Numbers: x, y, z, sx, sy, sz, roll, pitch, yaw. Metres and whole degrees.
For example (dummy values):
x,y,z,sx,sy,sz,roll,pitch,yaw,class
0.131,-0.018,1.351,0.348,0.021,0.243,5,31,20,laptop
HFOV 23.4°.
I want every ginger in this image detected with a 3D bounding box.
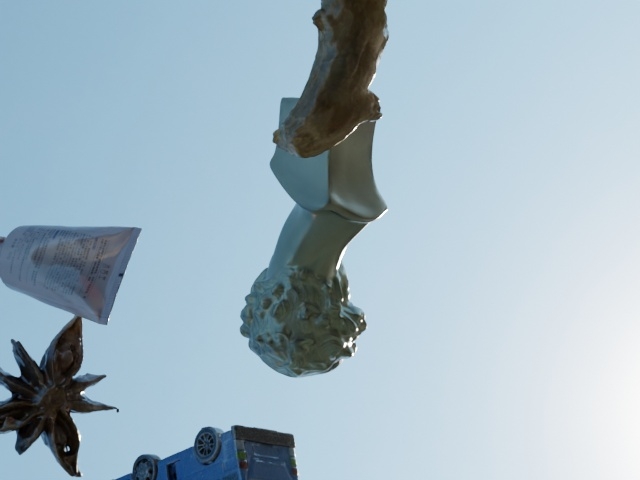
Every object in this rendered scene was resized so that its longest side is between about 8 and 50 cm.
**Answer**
x,y,z,sx,sy,sz,roll,pitch,yaw,class
0.011,-0.214,1.325,0.131,0.086,0.294,7,-81,-23,ginger

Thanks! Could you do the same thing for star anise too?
x,y,z,sx,sy,sz,roll,pitch,yaw,class
-0.219,0.117,1.251,0.124,0.056,0.129,24,-98,-24,star anise

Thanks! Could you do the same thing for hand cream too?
x,y,z,sx,sy,sz,roll,pitch,yaw,class
-0.213,0.021,1.258,0.053,0.142,0.084,41,-118,-56,hand cream

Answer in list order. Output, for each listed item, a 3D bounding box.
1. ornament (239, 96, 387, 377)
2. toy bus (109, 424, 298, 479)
x,y,z,sx,sy,sz,roll,pitch,yaw,class
-0.005,-0.001,1.484,0.130,0.120,0.285,-16,-60,-48,ornament
-0.143,0.313,1.861,0.116,0.234,0.133,16,-124,-48,toy bus
